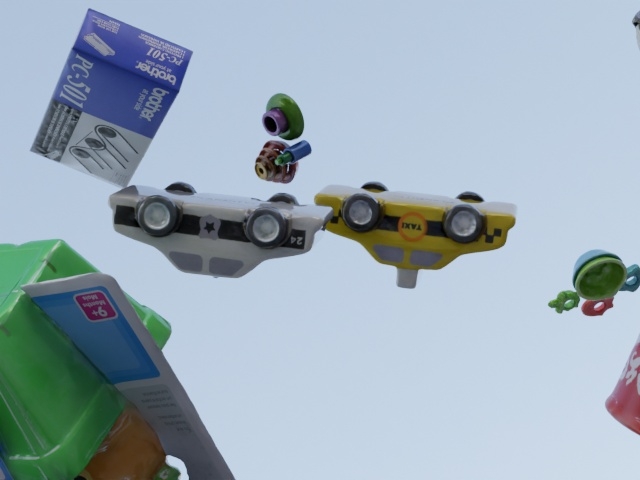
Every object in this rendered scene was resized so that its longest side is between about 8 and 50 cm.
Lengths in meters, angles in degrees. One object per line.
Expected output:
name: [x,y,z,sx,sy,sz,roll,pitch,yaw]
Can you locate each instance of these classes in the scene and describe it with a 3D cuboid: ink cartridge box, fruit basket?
ink cartridge box: [-0.187,-0.120,1.422,0.097,0.046,0.207,22,-28,-10]
fruit basket: [-0.199,0.171,1.169,0.165,0.327,0.353,-53,-51,-44]

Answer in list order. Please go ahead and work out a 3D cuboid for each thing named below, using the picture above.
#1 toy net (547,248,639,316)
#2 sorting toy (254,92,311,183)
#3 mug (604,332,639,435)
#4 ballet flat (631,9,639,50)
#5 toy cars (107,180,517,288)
toy net: [0.407,0.059,2.029,0.232,0.045,0.122,1,-52,-21]
sorting toy: [-0.045,-0.096,1.645,0.042,0.061,0.102,-30,-44,-37]
mug: [0.317,0.077,1.235,0.113,0.150,0.169,-33,-37,-74]
ballet flat: [0.348,-0.183,1.633,0.041,0.114,0.041,-29,-2,-1]
toy cars: [0.000,0.000,1.446,0.393,0.176,0.087,-1,-79,-33]
